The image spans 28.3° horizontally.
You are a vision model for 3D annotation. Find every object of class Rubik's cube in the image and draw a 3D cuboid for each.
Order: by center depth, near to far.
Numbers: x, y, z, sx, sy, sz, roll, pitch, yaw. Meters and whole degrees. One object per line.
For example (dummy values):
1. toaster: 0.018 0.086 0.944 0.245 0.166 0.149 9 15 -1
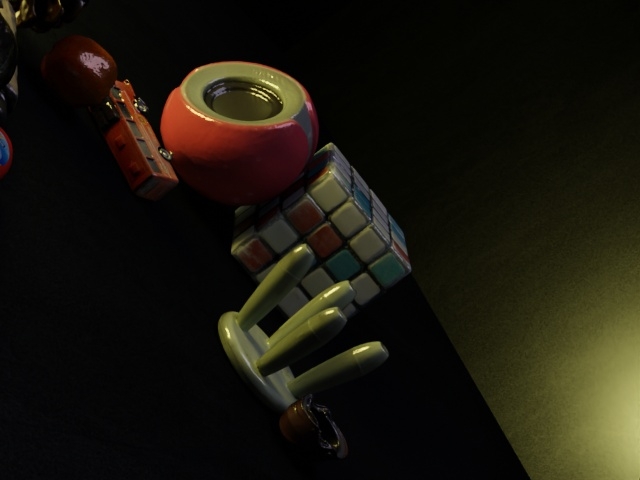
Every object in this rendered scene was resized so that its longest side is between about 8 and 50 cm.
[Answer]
1. Rubik's cube: 0.000 0.001 2.459 0.259 0.253 0.256 52 10 -16

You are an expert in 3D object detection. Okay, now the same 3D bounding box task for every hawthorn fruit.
1. hawthorn fruit: -0.388 -0.269 2.031 0.128 0.128 0.128 51 11 -14

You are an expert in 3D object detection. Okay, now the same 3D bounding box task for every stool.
1. stool: -0.030 0.151 2.026 0.195 0.198 0.195 43 17 -49

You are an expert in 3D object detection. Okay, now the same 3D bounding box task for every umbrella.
1. umbrella: -0.459 -0.252 1.773 0.067 0.073 0.337 45 14 -34

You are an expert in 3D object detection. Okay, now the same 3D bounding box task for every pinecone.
1. pinecone: -0.448 -0.425 1.981 0.229 0.202 0.201 14 18 39

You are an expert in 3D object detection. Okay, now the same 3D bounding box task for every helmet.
1. helmet: -0.017 0.298 1.961 0.123 0.070 0.098 55 15 -35

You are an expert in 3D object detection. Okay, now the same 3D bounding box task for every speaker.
1. speaker: -0.153 -0.200 2.370 0.294 0.294 0.294 51 11 -14

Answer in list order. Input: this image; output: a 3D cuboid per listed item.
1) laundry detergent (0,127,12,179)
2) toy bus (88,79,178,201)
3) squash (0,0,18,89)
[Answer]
1. laundry detergent: -0.424 -0.103 1.534 0.097 0.049 0.165 43 15 -16
2. toy bus: -0.320 -0.175 2.139 0.235 0.073 0.096 59 19 22
3. squash: -0.463 -0.264 1.586 0.193 0.156 0.193 41 2 -2
